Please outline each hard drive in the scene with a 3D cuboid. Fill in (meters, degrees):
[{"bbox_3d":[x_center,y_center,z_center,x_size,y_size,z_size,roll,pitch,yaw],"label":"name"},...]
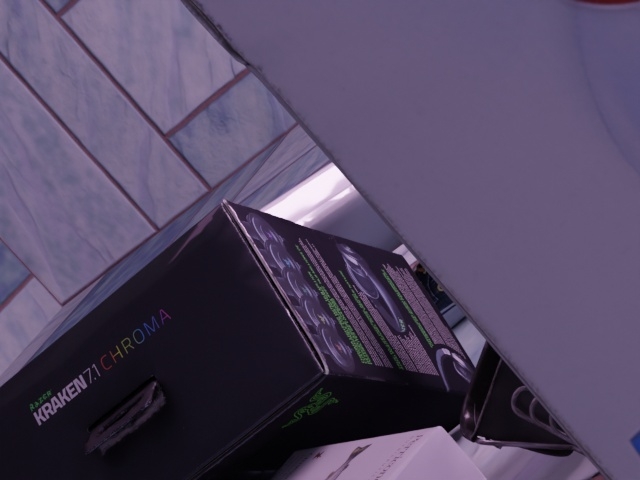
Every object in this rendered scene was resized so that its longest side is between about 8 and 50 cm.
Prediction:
[{"bbox_3d":[0.000,0.000,1.263,0.307,0.040,0.203,-34,-16,-37],"label":"hard drive"}]

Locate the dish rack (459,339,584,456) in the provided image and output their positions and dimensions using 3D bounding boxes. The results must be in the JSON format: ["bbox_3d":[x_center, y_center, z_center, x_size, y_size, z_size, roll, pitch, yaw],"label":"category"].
[{"bbox_3d":[0.174,0.032,0.851,0.271,0.074,0.208,-168,98,-77],"label":"dish rack"}]

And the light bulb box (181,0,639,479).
[{"bbox_3d":[0.211,-0.075,0.532,0.361,0.358,0.225,-40,7,13],"label":"light bulb box"}]

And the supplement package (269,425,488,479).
[{"bbox_3d":[0.023,0.178,0.905,0.105,0.105,0.179,-44,10,-27],"label":"supplement package"}]

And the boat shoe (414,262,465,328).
[{"bbox_3d":[0.100,0.022,1.382,0.183,0.083,0.065,-37,10,24],"label":"boat shoe"}]

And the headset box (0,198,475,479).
[{"bbox_3d":[-0.062,0.111,1.081,0.246,0.131,0.283,-38,-23,15],"label":"headset box"}]
